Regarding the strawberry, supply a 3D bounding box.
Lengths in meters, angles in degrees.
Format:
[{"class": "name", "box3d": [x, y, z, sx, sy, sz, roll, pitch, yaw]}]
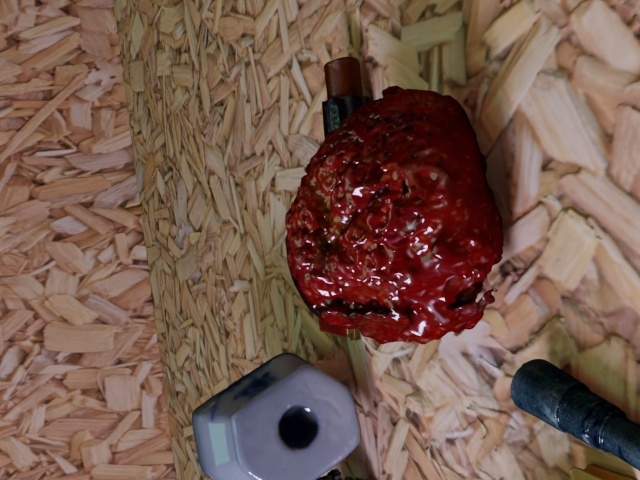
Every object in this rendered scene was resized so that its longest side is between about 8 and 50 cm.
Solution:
[{"class": "strawberry", "box3d": [0.070, -0.016, 1.173, 0.274, 0.221, 0.274, 169, 90, -75]}]

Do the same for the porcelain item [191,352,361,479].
[{"class": "porcelain item", "box3d": [-0.082, 0.291, 1.725, 0.178, 0.243, 0.405, 57, 163, -1]}]

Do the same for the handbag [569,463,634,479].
[{"class": "handbag", "box3d": [0.259, 0.240, 1.009, 0.083, 0.027, 0.061, 175, 87, -74]}]

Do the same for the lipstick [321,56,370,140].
[{"class": "lipstick", "box3d": [0.041, -0.093, 1.451, 0.081, 0.081, 0.299, 165, 99, -72]}]

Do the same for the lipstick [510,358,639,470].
[{"class": "lipstick", "box3d": [0.248, 0.167, 0.970, 0.234, 0.054, 0.053, -147, 52, -65]}]

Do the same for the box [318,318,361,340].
[{"class": "box", "box3d": [0.025, 0.099, 1.671, 0.133, 0.023, 0.090, -173, 78, -71]}]

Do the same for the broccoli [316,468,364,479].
[{"class": "broccoli", "box3d": [0.014, 0.464, 1.705, 0.304, 0.165, 0.145, 92, 156, -60]}]
